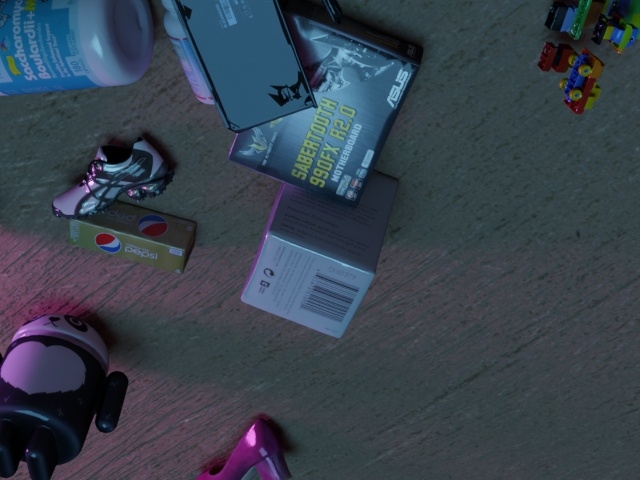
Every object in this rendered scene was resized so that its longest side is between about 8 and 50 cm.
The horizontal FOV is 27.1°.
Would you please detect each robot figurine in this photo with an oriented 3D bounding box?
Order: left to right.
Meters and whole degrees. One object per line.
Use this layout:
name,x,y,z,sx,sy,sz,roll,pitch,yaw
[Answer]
robot figurine,-0.442,0.247,2.131,0.209,0.278,0.173,36,135,-24

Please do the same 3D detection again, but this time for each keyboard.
keyboard,-0.075,-0.297,1.570,0.201,0.033,0.317,-17,111,12

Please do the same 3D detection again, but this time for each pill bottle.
pill bottle,-0.356,-0.260,1.684,0.264,0.146,0.146,-3,133,21
pill bottle,-0.143,-0.256,1.659,0.087,0.087,0.160,-3,132,22

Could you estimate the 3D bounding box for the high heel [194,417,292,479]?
high heel,-0.155,0.381,2.342,0.244,0.082,0.117,-18,95,49

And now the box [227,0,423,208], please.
box,0.004,-0.172,1.684,0.183,0.056,0.231,21,124,-5

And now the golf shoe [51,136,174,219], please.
golf shoe,-0.309,-0.093,1.898,0.198,0.077,0.094,-18,117,19

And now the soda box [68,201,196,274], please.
soda box,-0.280,-0.011,1.973,0.181,0.061,0.058,16,137,2

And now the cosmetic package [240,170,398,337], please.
cosmetic package,0.000,0.000,1.800,0.151,0.183,0.151,21,136,-4

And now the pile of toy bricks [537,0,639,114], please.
pile of toy bricks,0.338,-0.254,1.507,0.105,0.118,0.212,2,124,-23
